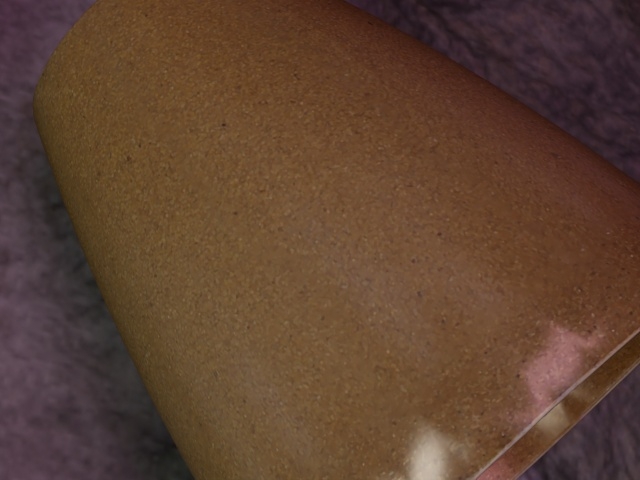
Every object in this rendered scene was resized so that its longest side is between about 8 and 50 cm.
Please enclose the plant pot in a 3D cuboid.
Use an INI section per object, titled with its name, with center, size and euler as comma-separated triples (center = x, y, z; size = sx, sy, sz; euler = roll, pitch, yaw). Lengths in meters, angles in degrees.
[plant pot]
center = 0.000, 0.000, 0.653
size = 0.237, 0.237, 0.254
euler = -34, 75, -33
